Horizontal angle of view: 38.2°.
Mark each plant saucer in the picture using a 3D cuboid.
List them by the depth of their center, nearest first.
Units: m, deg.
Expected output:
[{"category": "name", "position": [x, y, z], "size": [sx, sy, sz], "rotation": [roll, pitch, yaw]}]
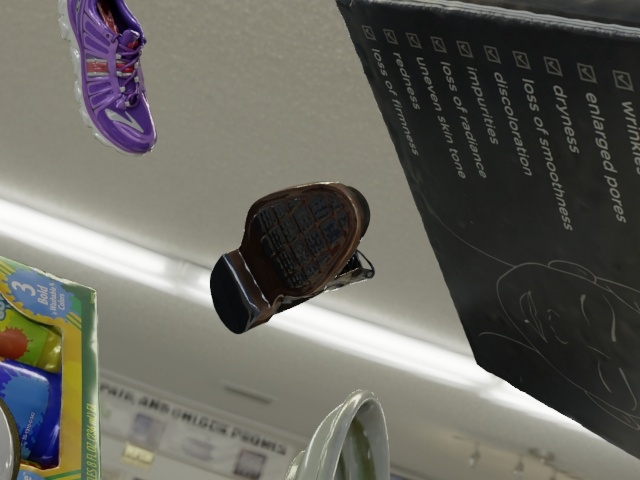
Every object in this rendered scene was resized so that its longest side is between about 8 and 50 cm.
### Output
[{"category": "plant saucer", "position": [0.013, 0.413, 1.328], "size": [0.101, 0.400, 0.400], "rotation": [2, -25, 17]}]

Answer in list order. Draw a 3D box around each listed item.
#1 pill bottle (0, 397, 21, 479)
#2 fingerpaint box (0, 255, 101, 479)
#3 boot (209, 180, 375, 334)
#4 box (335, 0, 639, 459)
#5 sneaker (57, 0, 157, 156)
[{"category": "pill bottle", "position": [-0.235, 0.126, 0.525], "size": [0.119, 0.119, 0.208], "rotation": [22, -17, -10]}, {"category": "fingerpaint box", "position": [-0.451, 0.183, 1.058], "size": [0.371, 0.444, 0.163], "rotation": [24, -62, -28]}, {"category": "boot", "position": [0.000, 0.000, 0.696], "size": [0.106, 0.082, 0.219], "rotation": [-21, -9, -34]}, {"category": "box", "position": [0.324, -0.047, 0.763], "size": [0.472, 0.297, 0.479], "rotation": [31, -28, 52]}, {"category": "sneaker", "position": [-0.187, -0.159, 0.843], "size": [0.071, 0.068, 0.169], "rotation": [-9, -77, 41]}]
